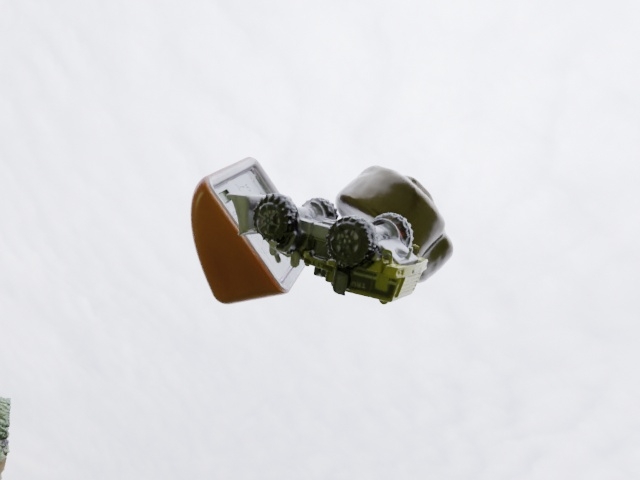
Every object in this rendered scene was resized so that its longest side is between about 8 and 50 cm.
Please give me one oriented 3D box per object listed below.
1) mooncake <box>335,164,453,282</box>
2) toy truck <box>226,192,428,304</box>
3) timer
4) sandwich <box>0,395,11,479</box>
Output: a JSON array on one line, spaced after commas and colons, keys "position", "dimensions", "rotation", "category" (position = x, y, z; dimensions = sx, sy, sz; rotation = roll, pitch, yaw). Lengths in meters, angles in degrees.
[{"position": [0.133, -0.039, 0.855], "dimensions": [0.117, 0.235, 0.235], "rotation": [-44, -75, -5], "category": "mooncake"}, {"position": [0.000, 0.000, 0.627], "dimensions": [0.285, 0.136, 0.111], "rotation": [19, -77, 33], "category": "toy truck"}, {"position": [-0.146, -0.031, 0.944], "dimensions": [0.161, 0.257, 0.250], "rotation": [-15, -75, 18], "category": "timer"}, {"position": [-0.345, 0.200, 0.459], "dimensions": [0.104, 0.093, 0.036], "rotation": [40, -52, 12], "category": "sandwich"}]
